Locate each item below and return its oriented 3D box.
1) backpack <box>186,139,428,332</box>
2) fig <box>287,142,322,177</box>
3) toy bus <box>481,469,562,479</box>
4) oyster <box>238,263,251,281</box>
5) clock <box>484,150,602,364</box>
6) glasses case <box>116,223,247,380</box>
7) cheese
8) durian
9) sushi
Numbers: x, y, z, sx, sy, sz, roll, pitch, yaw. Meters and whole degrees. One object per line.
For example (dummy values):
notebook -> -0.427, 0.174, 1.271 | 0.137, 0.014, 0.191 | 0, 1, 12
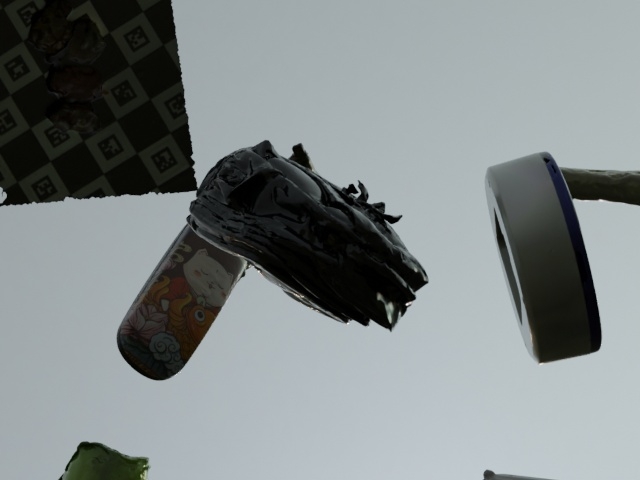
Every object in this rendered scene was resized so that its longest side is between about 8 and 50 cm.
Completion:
backpack -> 0.000, 0.000, 1.356 | 0.206, 0.133, 0.258 | 31, 2, -32
fig -> -0.036, -0.050, 1.811 | 0.117, 0.117, 0.177 | -6, -26, -14
toy bus -> 0.257, 0.353, 1.611 | 0.143, 0.179, 0.305 | 44, -22, -17
oyster -> -0.144, 0.013, 2.607 | 0.072, 0.133, 0.209 | -1, 6, 25
clock -> 0.244, 0.021, 1.636 | 0.083, 0.230, 0.230 | -15, -18, 0
glasses case -> -0.221, 0.088, 2.400 | 0.122, 0.321, 0.082 | 41, -40, -14
cheese -> 0.338, -0.064, 1.749 | 0.194, 0.043, 0.065 | 3, 4, 19
durian -> -0.225, 0.304, 1.371 | 0.101, 0.250, 0.139 | 14, 14, -31
sushi -> -0.297, -0.193, 1.879 | 0.264, 0.290, 0.050 | -6, 1, 4
